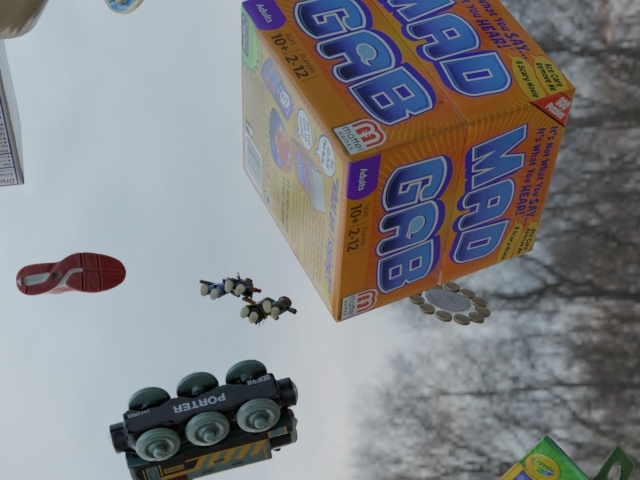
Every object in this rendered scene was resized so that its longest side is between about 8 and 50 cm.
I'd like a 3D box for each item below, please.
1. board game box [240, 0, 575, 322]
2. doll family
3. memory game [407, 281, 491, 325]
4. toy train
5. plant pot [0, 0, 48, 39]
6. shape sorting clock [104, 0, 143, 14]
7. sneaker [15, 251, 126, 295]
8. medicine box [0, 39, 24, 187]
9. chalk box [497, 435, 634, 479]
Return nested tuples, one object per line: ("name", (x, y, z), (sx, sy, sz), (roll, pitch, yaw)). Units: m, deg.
("board game box", (0.111, -0.164, 1.854), (0.357, 0.356, 0.356), (94, 152, -50))
("doll family", (-0.139, 0.107, 2.310), (0.076, 0.193, 0.111), (-59, -9, 15))
("memory game", (0.267, 0.130, 2.568), (0.186, 0.186, 0.012), (-59, -15, -65))
("toy train", (-0.197, 0.330, 2.128), (0.142, 0.333, 0.190), (-114, 12, -47))
("plant pot", (-0.337, -0.400, 1.293), (0.256, 0.274, 0.256), (33, -149, -23))
("shape sorting clock", (-0.223, -0.369, 1.433), (0.040, 0.206, 0.206), (7, -102, -35))
("sneaker", (-0.499, 0.068, 2.503), (0.128, 0.221, 0.087), (11, -102, -89))
("medicine box", (-0.610, -0.215, 1.884), (0.289, 0.263, 0.149), (93, 167, -49))
("chalk box", (0.353, 0.423, 1.781), (0.180, 0.289, 0.179), (45, -177, -46))
